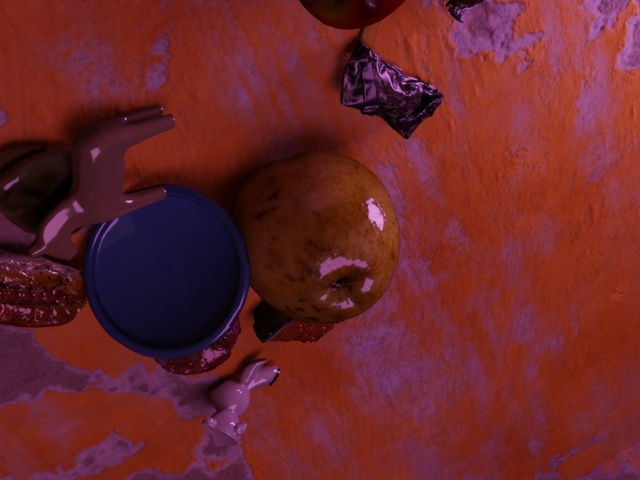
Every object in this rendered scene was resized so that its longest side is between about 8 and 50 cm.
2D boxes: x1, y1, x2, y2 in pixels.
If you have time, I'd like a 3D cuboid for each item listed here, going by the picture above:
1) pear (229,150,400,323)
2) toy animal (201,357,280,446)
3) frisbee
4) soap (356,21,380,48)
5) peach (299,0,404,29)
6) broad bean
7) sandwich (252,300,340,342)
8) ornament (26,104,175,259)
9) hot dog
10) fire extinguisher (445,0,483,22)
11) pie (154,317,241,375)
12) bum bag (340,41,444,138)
[{"bbox_3d":[0.000,0.000,1.977,0.304,0.304,0.304,-18,138,-17],"label":"pear"},{"bbox_3d":[-0.164,0.329,2.351,0.127,0.182,0.131,2,144,24],"label":"toy animal"},{"bbox_3d":[-0.253,0.051,1.913,0.289,0.289,0.049,-40,175,8],"label":"frisbee"},{"bbox_3d":[0.081,-0.347,1.888,0.034,0.012,0.089,-6,133,-28],"label":"soap"},{"bbox_3d":[0.056,-0.424,1.707,0.190,0.226,0.196,39,147,-17],"label":"peach"},{"bbox_3d":[-0.434,-0.078,1.795,0.153,0.072,0.206,-41,150,11],"label":"broad bean"},{"bbox_3d":[-0.014,0.122,2.264,0.235,0.079,0.159,-35,151,9],"label":"sandwich"},{"bbox_3d":[-0.345,-0.080,1.790,0.245,0.061,0.230,-22,137,-36],"label":"ornament"},{"bbox_3d":[-0.502,0.080,1.895,0.268,0.075,0.144,11,122,-43],"label":"hot dog"},{"bbox_3d":[0.263,-0.448,1.868,0.099,0.071,0.231,-30,151,-50],"label":"fire extinguisher"},{"bbox_3d":[-0.234,0.184,2.196,0.182,0.049,0.182,-18,134,-20],"label":"pie"},{"bbox_3d":[0.116,-0.248,1.967,0.248,0.069,0.102,24,116,-43],"label":"bum bag"}]
